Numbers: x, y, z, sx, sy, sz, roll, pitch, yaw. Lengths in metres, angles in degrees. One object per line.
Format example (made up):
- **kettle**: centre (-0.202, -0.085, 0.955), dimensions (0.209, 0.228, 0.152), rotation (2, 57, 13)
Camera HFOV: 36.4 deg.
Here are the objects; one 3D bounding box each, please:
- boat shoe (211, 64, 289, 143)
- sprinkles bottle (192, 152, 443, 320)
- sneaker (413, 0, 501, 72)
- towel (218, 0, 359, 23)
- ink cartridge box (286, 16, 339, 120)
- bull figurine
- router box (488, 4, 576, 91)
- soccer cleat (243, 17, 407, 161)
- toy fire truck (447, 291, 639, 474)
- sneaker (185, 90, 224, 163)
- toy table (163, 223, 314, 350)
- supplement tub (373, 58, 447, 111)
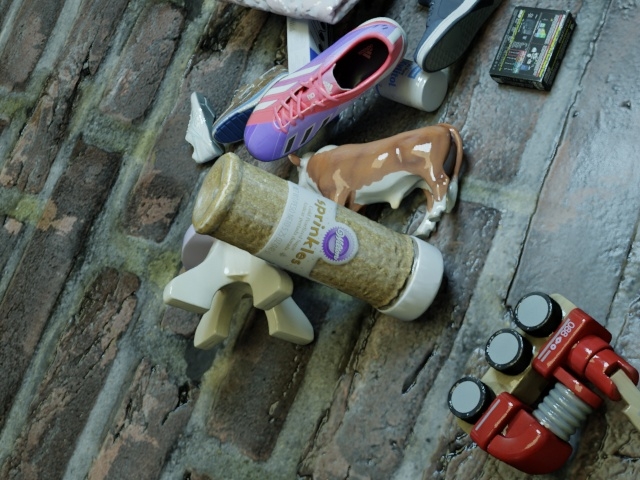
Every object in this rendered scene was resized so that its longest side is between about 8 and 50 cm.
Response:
- **boat shoe**: centre (-0.122, -0.244, 1.744), dimensions (0.183, 0.066, 0.066), rotation (-34, 51, 5)
- **sprinkles bottle**: centre (0.000, 0.000, 1.373), dimensions (0.121, 0.355, 0.121), rotation (-49, 27, 37)
- **sneaker**: centre (0.174, -0.370, 1.548), dimensions (0.163, 0.086, 0.226), rotation (29, 66, 26)
- **towel**: centre (-0.015, -0.504, 1.703), dimensions (0.332, 0.053, 0.317), rotation (21, 58, 38)
- **ink cartridge box**: centre (-0.014, -0.313, 1.674), dimensions (0.046, 0.097, 0.207), rotation (-15, 63, 26)
- **bull figurine**: centre (0.078, -0.085, 1.521), dimensions (0.310, 0.101, 0.188), rotation (-16, 67, 30)
- **router box**: centre (0.323, -0.293, 1.481), dimensions (0.092, 0.038, 0.122), rotation (18, 82, 37)
- **soccer cleat**: centre (-0.003, -0.232, 1.522), dimensions (0.318, 0.116, 0.108), rotation (-36, 98, 17)
- **toy fire truck**: centre (0.323, 0.219, 1.222), dimensions (0.217, 0.158, 0.246), rotation (-53, 42, 4)
- **sneaker**: centre (-0.226, -0.210, 1.799), dimensions (0.061, 0.054, 0.152), rotation (-29, 58, 24)
- **toy table**: centre (-0.120, 0.060, 1.518), dimensions (0.274, 0.252, 0.160), rotation (130, 148, -53)
- **supplement tub**: centre (0.142, -0.253, 1.564), dimensions (0.107, 0.071, 0.071), rotation (25, 86, 38)
